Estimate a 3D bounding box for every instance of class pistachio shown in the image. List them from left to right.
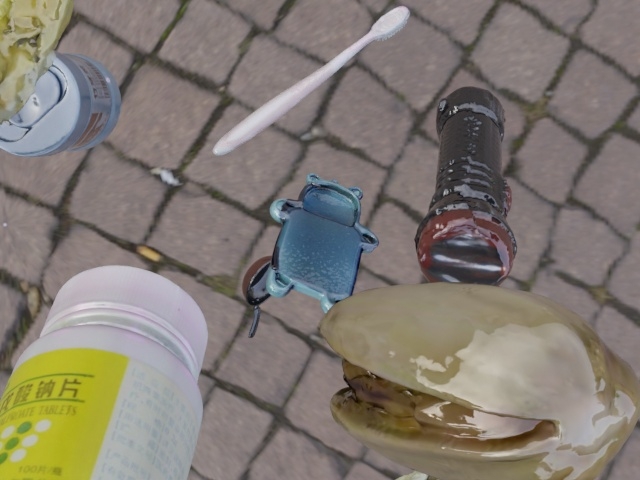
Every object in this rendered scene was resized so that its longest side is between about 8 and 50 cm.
[{"bbox_3d":[0.093,0.086,0.851,0.131,0.206,0.129,-19,113,-52],"label":"pistachio"}]

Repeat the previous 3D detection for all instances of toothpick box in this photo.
[{"bbox_3d":[-0.255,-0.132,1.309,0.101,0.153,0.101,1,96,7],"label":"toothpick box"}]

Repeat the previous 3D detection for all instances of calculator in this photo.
[{"bbox_3d":[0.000,0.000,1.116,0.094,0.019,0.141,20,48,-7],"label":"calculator"}]

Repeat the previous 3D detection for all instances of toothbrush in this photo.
[{"bbox_3d":[-0.010,-0.196,1.704,0.307,0.029,0.025,-37,75,-10],"label":"toothbrush"}]

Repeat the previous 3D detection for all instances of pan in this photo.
[{"bbox_3d":[-0.076,0.064,1.637,0.068,0.023,0.115,-20,136,-50],"label":"pan"}]

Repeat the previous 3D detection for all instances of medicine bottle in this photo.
[{"bbox_3d":[-0.240,0.218,1.438,0.214,0.378,0.213,5,131,5],"label":"medicine bottle"}]

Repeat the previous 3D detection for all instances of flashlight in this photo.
[{"bbox_3d":[0.138,-0.052,1.256,0.093,0.232,0.093,6,131,6],"label":"flashlight"}]

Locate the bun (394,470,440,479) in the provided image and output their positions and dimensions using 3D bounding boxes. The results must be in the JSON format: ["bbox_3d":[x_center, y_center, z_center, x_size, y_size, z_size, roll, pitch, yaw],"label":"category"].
[{"bbox_3d":[0.157,0.373,1.812,0.259,0.259,0.152,-23,80,-12],"label":"bun"}]

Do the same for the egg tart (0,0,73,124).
[{"bbox_3d":[-0.196,-0.162,0.630,0.098,0.232,0.252,7,101,26],"label":"egg tart"}]
